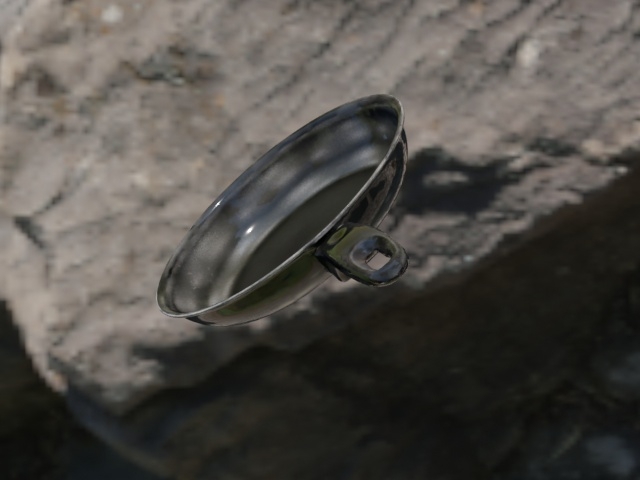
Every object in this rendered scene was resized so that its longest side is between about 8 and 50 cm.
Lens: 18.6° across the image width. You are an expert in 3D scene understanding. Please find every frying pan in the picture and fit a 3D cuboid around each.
[{"bbox_3d":[0.015,-0.021,1.161,0.053,0.197,0.326,49,152,-20],"label":"frying pan"}]
